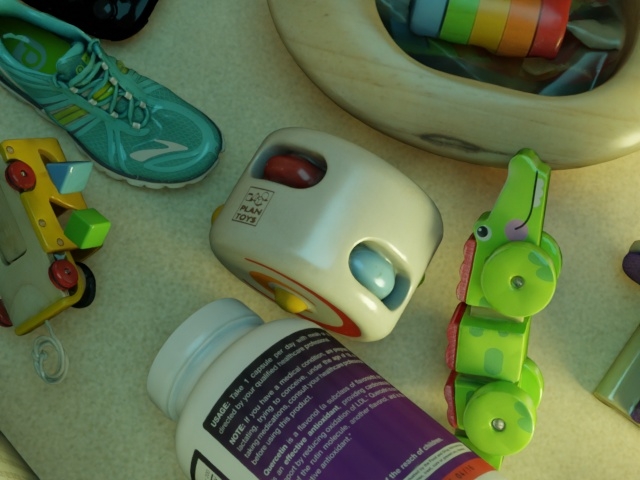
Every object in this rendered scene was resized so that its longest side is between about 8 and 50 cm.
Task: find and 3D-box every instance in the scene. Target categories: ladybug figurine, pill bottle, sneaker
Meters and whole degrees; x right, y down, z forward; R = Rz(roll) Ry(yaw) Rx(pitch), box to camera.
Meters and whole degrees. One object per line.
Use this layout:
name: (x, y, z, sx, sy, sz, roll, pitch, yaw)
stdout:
ladybug figurine: (0.153, -0.214, 1.194, 0.449, 0.162, 0.305, 16, 77, -3)
pill bottle: (0.001, 0.191, 1.053, 0.323, 0.181, 0.181, 38, 76, 25)
sneaker: (-0.220, -0.141, 1.167, 0.275, 0.110, 0.107, 30, 76, 1)

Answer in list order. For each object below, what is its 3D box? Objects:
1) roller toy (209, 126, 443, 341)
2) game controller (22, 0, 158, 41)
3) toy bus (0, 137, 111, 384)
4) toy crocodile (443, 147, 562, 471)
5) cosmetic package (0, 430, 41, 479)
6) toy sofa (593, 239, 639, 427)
roller toy: (0.000, 0.000, 1.115, 0.209, 0.191, 0.146, 30, 76, 2)
game controller: (-0.192, -0.363, 1.206, 0.166, 0.067, 0.319, 26, 92, -2)
toy bus: (-0.257, 0.003, 1.134, 0.191, 0.104, 0.202, 23, 109, 29)
toy crocodile: (0.159, 0.083, 1.117, 0.105, 0.115, 0.340, 9, 107, 13)
cosmetic package: (-0.344, 0.314, 0.941, 0.329, 0.327, 0.394, -40, 83, -13)
toy sofa: (0.365, 0.088, 1.048, 0.177, 0.362, 0.150, 37, 77, -4)
